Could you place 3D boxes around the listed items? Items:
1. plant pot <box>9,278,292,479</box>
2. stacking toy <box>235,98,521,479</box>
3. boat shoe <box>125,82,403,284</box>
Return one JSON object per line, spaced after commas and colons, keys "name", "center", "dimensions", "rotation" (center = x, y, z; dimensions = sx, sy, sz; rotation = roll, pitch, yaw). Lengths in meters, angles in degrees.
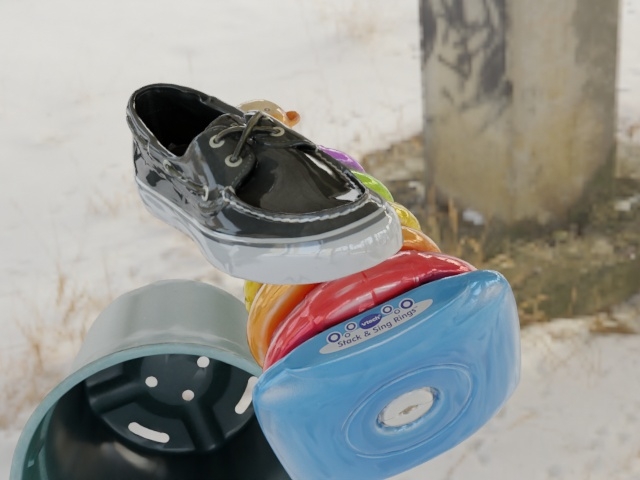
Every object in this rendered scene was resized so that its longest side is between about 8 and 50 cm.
{"name": "plant pot", "center": [-0.171, 0.215, 1.497], "dimensions": [0.341, 0.341, 0.334], "rotation": [-7, 19, -4]}
{"name": "stacking toy", "center": [0.000, 0.000, 0.878], "dimensions": [0.175, 0.166, 0.302], "rotation": [-24, 53, -4]}
{"name": "boat shoe", "center": [-0.027, -0.022, 0.406], "dimensions": [0.049, 0.040, 0.142], "rotation": [-27, 26, -25]}
